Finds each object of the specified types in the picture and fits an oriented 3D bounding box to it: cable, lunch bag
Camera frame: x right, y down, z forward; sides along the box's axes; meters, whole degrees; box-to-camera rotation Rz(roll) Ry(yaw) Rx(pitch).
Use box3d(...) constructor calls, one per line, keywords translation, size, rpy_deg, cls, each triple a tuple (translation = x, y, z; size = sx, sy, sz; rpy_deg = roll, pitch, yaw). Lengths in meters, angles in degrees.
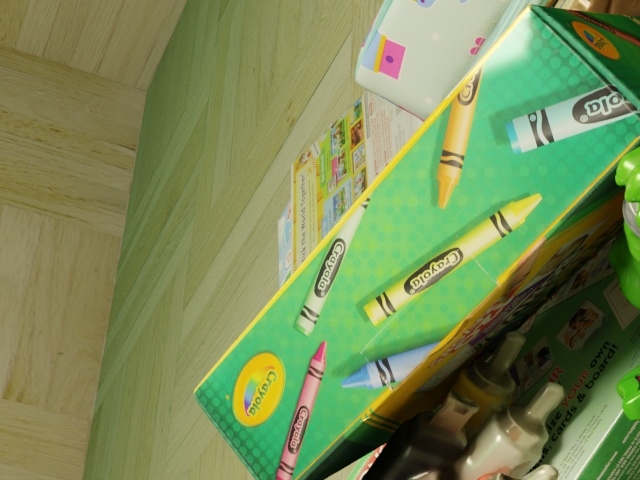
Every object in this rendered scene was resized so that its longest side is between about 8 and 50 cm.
box3d(translation=(0.039, 0.183, 0.652), size=(0.139, 0.072, 0.287), rpy_deg=(-89, 23, -54), cls="cable")
box3d(translation=(0.133, -0.211, 0.833), size=(0.279, 0.108, 0.224), rpy_deg=(-56, -5, -45), cls="lunch bag")

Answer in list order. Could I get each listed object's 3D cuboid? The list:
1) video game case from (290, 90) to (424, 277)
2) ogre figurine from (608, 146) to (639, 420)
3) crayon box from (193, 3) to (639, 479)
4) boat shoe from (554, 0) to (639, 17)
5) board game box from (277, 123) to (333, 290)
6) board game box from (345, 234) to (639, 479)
box3d(translation=(0.040, -0.054, 1.157), size=(0.206, 0.026, 0.227), rpy_deg=(-42, 33, 34), cls="video game case")
box3d(translation=(0.179, 0.051, 0.518), size=(0.097, 0.197, 0.118), rpy_deg=(-50, 0, 0), cls="ogre figurine")
box3d(translation=(0.075, 0.007, 0.624), size=(0.278, 0.081, 0.165), rpy_deg=(-49, -18, 27), cls="crayon box")
box3d(translation=(0.186, -0.137, 0.685), size=(0.285, 0.104, 0.089), rpy_deg=(-46, 12, 25), cls="boat shoe")
box3d(translation=(0.000, 0.000, 1.287), size=(0.211, 0.039, 0.160), rpy_deg=(-93, 26, -48), cls="board game box")
box3d(translation=(0.118, 0.104, 0.694), size=(0.317, 0.046, 0.213), rpy_deg=(-57, 19, 6), cls="board game box")
